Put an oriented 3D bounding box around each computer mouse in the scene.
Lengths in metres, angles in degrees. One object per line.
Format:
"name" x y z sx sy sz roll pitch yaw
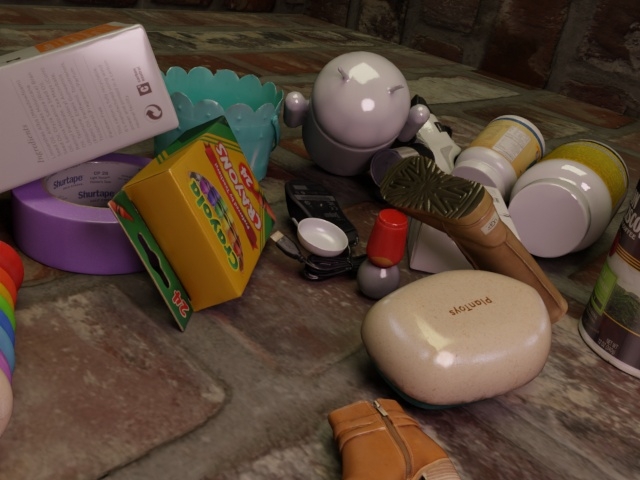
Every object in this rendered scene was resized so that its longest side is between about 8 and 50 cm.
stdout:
"computer mouse" -0.020 -0.012 1.085 0.184 0.060 0.262 -6 42 -37

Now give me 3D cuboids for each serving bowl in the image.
"serving bowl" 0.000 0.000 0.995 0.084 0.027 0.083 17 32 -11

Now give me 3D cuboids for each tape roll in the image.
"tape roll" -0.341 -0.052 1.009 0.275 0.090 0.274 8 26 -4

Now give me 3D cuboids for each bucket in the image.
"bucket" -0.218 -0.239 1.318 0.282 0.183 0.281 9 27 -5

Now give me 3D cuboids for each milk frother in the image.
"milk frother" 0.194 -0.126 1.305 0.143 0.129 0.135 20 24 31

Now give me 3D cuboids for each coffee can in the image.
"coffee can" 0.523 0.045 0.919 0.202 0.275 0.201 8 26 -4

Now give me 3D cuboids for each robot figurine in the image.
"robot figurine" 0.071 -0.260 1.327 0.300 0.199 0.353 1 -13 -7

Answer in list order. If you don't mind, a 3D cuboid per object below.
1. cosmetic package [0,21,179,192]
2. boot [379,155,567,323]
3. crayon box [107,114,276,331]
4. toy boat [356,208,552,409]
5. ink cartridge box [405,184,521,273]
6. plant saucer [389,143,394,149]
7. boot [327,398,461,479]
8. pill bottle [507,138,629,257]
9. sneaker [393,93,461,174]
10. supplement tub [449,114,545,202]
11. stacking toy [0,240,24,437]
"cosmetic package" -0.471 -0.182 0.941 0.454 0.161 0.230 -25 28 -18
"boot" 0.229 0.004 0.970 0.269 0.089 0.236 44 -2 -34
"crayon box" -0.167 -0.040 0.921 0.081 0.202 0.318 -19 23 16
"toy boat" 0.152 0.096 0.863 0.268 0.148 0.318 -10 40 -26
"ink cartridge box" 0.250 -0.026 1.158 0.172 0.100 0.237 11 26 1
"plant saucer" 0.221 -0.267 1.694 0.199 0.036 0.198 8 27 -4
"boot" 0.038 0.223 0.627 0.197 0.072 0.152 9 25 -31
"pill bottle" 0.491 -0.084 1.262 0.188 0.187 0.334 24 29 25
"sneaker" 0.265 -0.224 1.528 0.146 0.122 0.330 17 44 -15
"supplement tub" 0.383 -0.166 1.380 0.144 0.144 0.200 27 56 29
"stacking toy" -0.390 0.085 0.683 0.141 0.141 0.330 1 24 -19
